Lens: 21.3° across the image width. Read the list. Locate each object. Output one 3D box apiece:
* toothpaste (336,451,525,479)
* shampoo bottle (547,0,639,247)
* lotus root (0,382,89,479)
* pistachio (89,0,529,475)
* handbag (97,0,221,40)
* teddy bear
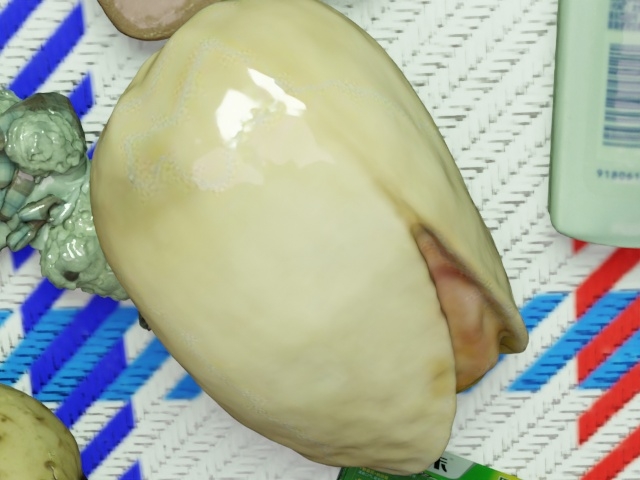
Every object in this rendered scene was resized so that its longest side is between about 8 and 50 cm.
[{"bbox_3d":[0.099,0.163,1.028,0.179,0.037,0.043,20,115,-2],"label":"toothpaste"},{"bbox_3d":[0.192,-0.175,0.866,0.134,0.078,0.359,1,111,2],"label":"shampoo bottle"},{"bbox_3d":[-0.273,0.138,0.990,0.284,0.160,0.146,16,118,-4],"label":"lotus root"},{"bbox_3d":[0.000,0.000,0.881,0.188,0.187,0.299,-27,128,15],"label":"pistachio"},{"bbox_3d":[-0.041,-0.189,0.888,0.193,0.072,0.151,-22,107,11],"label":"handbag"},{"bbox_3d":[-0.165,-0.027,0.957,0.213,0.111,0.133,21,136,-28],"label":"teddy bear"}]
